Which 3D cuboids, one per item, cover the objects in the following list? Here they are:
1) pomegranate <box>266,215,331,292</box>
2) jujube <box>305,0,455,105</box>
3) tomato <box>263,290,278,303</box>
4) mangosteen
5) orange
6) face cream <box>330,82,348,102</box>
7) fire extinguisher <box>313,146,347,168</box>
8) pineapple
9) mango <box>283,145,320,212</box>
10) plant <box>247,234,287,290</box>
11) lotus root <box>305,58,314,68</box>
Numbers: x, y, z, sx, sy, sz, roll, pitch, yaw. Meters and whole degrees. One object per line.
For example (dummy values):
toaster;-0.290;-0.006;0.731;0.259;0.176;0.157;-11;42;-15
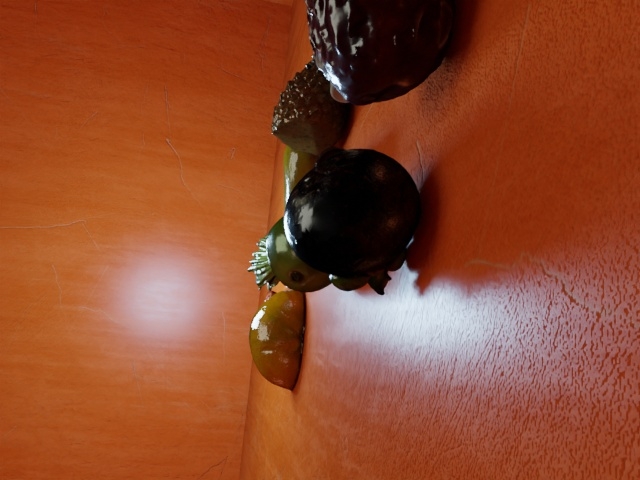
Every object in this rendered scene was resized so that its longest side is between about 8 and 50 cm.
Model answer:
pomegranate;0.002;0.013;1.235;0.159;0.240;0.190;-30;70;33
jujube;0.089;-0.404;0.805;0.258;0.258;0.377;145;116;-76
tomato;-0.196;0.301;2.216;0.166;0.082;0.174;152;129;-72
mangosteen;0.061;-0.033;0.827;0.216;0.215;0.216;-173;90;-79
orange;-0.118;0.318;1.788;0.310;0.274;0.274;-53;6;-11
face cream;0.065;-0.483;1.384;0.082;0.081;0.269;114;161;-56
fire extinguisher;0.028;-0.131;1.300;0.341;0.105;0.142;134;121;-84
pineapple;-0.010;-0.425;1.476;0.202;0.201;0.362;124;159;-67
mango;-0.051;-0.175;1.633;0.195;0.142;0.332;-100;17;-72
plant;-0.125;0.082;2.036;0.333;0.180;0.251;-1;73;50
lotus root;-0.034;-0.681;2.114;0.099;0.054;0.049;112;172;-53
